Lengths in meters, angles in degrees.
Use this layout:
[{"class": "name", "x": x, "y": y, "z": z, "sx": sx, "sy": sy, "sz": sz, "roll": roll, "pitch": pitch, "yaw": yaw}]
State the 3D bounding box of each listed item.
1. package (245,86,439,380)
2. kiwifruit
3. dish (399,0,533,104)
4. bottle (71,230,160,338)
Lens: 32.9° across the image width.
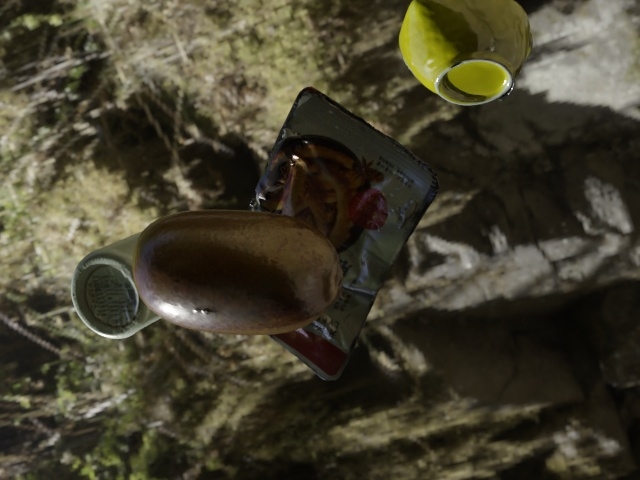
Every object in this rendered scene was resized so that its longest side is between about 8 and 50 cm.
[{"class": "package", "x": 0.000, "y": 0.000, "z": 0.970, "sx": 0.154, "sy": 0.239, "sz": 0.030, "roll": 35, "pitch": -149, "yaw": 17}, {"class": "kiwifruit", "x": -0.050, "y": 0.018, "z": 0.623, "sx": 0.075, "sy": 0.124, "sz": 0.075, "roll": 7, "pitch": -90, "yaw": -78}, {"class": "dish", "x": 0.175, "y": -0.208, "z": 1.253, "sx": 0.207, "sy": 0.148, "sz": 0.080, "roll": 23, "pitch": -128, "yaw": -43}, {"class": "bottle", "x": -0.188, "y": 0.035, "z": 1.284, "sx": 0.245, "sy": 0.104, "sz": 0.104, "roll": -31, "pitch": -77, "yaw": -67}]
